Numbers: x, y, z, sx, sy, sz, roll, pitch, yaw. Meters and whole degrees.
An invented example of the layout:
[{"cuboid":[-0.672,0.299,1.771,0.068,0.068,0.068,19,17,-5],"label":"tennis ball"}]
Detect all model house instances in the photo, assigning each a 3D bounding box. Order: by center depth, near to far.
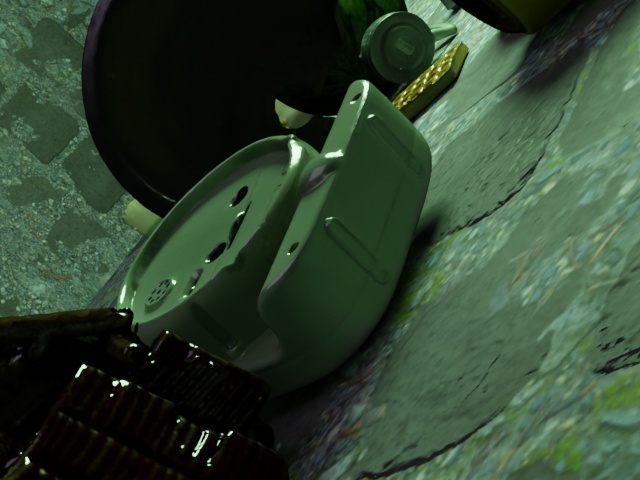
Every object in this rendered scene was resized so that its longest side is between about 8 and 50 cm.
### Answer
[{"cuboid":[-0.203,0.156,0.704,0.297,0.317,0.282,-53,14,-3],"label":"model house"}]

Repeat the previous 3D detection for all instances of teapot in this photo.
[{"cuboid":[0.107,-0.252,1.488,0.091,0.124,0.092,-156,75,-67],"label":"teapot"}]

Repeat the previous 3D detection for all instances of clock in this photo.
[{"cuboid":[-0.064,0.021,0.970,0.324,0.108,0.265,-26,31,39],"label":"clock"}]

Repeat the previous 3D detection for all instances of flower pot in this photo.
[{"cuboid":[-0.078,-0.185,1.366,0.379,0.379,0.251,-48,-14,8],"label":"flower pot"}]

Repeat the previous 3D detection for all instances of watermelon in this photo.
[{"cuboid":[0.011,-0.297,1.620,0.242,0.242,0.242,-47,11,12],"label":"watermelon"}]

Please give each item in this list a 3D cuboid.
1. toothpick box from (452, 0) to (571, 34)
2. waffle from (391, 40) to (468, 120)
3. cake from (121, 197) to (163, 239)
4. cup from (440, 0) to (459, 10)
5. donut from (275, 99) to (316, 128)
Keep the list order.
[{"cuboid":[0.221,-0.328,1.048,0.271,0.175,0.175,-52,10,7],"label":"toothpick box"},{"cuboid":[0.118,-0.175,1.328,0.135,0.021,0.092,-42,13,34],"label":"waffle"},{"cuboid":[-0.310,-0.077,2.371,0.172,0.158,0.283,-51,9,-1],"label":"cake"},{"cuboid":[0.181,-0.399,1.627,0.074,0.116,0.104,-41,6,31],"label":"cup"},{"cuboid":[-0.040,-0.323,2.175,0.383,0.142,0.383,-47,10,11],"label":"donut"}]
